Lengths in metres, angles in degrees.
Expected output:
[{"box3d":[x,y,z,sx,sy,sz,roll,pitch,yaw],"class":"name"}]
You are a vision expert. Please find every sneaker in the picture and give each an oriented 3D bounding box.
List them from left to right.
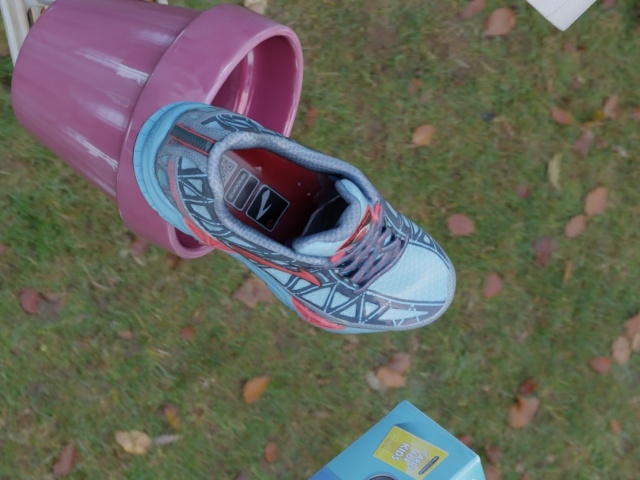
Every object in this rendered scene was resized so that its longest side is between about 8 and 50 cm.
[{"box3d":[0.000,0.000,0.760,0.261,0.125,0.104,27,83,-29],"class":"sneaker"}]

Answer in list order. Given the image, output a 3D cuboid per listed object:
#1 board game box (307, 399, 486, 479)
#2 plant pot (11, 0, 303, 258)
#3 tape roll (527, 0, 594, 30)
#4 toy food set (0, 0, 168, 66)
[{"box3d":[0.025,0.312,0.788,0.253,0.079,0.336,-36,132,-20],"class":"board game box"},{"box3d":[-0.139,-0.111,0.922,0.180,0.201,0.201,25,86,16],"class":"plant pot"},{"box3d":[0.110,-0.346,1.015,0.392,0.392,0.072,37,110,-27],"class":"tape roll"},{"box3d":[-0.248,-0.289,1.298,0.219,0.092,0.306,-4,72,-39],"class":"toy food set"}]
